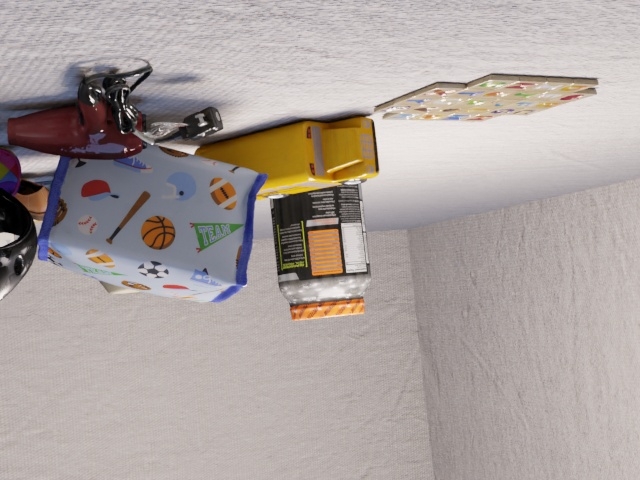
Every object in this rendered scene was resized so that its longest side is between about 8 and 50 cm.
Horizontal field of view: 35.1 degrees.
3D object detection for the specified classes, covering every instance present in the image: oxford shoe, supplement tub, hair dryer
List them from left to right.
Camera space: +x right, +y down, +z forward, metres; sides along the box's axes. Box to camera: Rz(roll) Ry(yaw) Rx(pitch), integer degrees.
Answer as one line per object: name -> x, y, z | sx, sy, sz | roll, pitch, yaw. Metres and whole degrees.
oxford shoe -> -0.609, -0.094, 2.002 | 0.212, 0.076, 0.076 | 5, -137, 27
hair dryer -> -0.299, -0.175, 1.348 | 0.293, 0.080, 0.223 | -14, 157, 27
supplement tub -> 0.000, 0.000, 2.217 | 0.207, 0.338, 0.207 | -5, 176, 0

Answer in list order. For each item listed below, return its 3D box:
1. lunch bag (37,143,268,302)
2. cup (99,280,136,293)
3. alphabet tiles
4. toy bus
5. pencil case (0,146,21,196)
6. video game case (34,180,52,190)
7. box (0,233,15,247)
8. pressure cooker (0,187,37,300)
lunch bag -> -0.289, -0.027, 1.676 | 0.327, 0.239, 0.385 | 16, 164, -11
cup -> -0.361, -0.018, 2.061 | 0.331, 0.237, 0.331 | -9, 176, -1
alphabet tiles -> 0.274, -0.230, 1.665 | 0.342, 0.011, 0.285 | -4, 175, -32
toy bus -> -0.061, -0.140, 1.778 | 0.332, 0.108, 0.130 | -8, 174, 39
pencil case -> -0.587, -0.094, 1.717 | 0.104, 0.104, 0.236 | -3, 176, -33
video game case -> -0.557, -0.113, 2.116 | 0.122, 0.011, 0.087 | -6, 176, 2
box -> -0.831, -0.013, 2.330 | 0.232, 0.127, 0.148 | -9, 175, 39
pressure cooker -> -0.593, 0.014, 1.340 | 0.420, 0.370, 0.375 | -6, 152, -15
